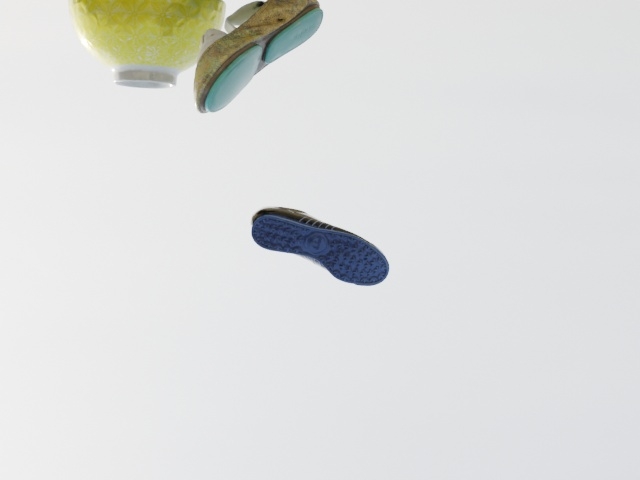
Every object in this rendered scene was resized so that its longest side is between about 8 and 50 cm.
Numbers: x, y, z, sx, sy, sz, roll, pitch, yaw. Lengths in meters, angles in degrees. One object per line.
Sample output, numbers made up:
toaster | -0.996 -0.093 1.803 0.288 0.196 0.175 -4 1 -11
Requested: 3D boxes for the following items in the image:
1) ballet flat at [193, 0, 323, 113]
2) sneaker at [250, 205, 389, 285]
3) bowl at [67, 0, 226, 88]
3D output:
ballet flat | -0.130 -0.323 2.000 0.123 0.123 0.348 21 -135 26
sneaker | 0.000 0.000 1.930 0.232 0.081 0.090 22 -163 -8
bowl | -0.317 -0.360 2.197 0.289 0.156 0.289 3 180 0
